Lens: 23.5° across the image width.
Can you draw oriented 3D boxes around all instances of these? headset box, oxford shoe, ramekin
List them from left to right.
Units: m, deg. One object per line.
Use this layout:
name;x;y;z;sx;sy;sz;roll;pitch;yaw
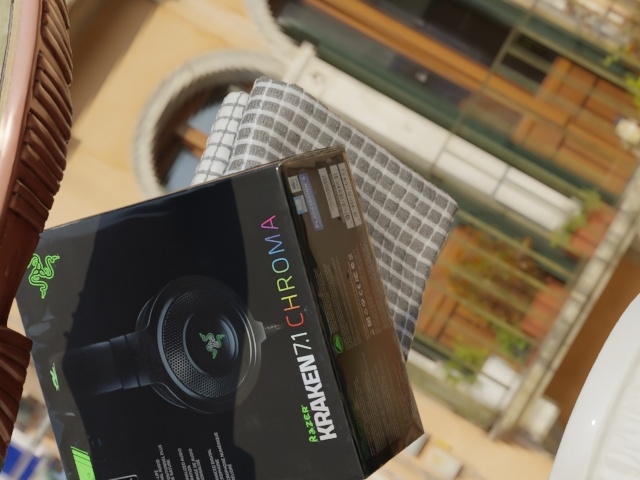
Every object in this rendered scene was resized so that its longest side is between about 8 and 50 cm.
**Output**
oxford shoe;-0.251;-0.029;0.987;0.140;0.146;0.397;84;-166;-73
headset box;-0.095;0.080;1.226;0.131;0.283;0.246;-20;-85;-63
ramekin;0.219;0.138;0.920;0.207;0.109;0.207;-44;-35;-42

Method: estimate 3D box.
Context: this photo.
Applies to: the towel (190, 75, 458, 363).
towel;0.000;0.000;1.552;0.121;0.284;0.235;-22;44;46
